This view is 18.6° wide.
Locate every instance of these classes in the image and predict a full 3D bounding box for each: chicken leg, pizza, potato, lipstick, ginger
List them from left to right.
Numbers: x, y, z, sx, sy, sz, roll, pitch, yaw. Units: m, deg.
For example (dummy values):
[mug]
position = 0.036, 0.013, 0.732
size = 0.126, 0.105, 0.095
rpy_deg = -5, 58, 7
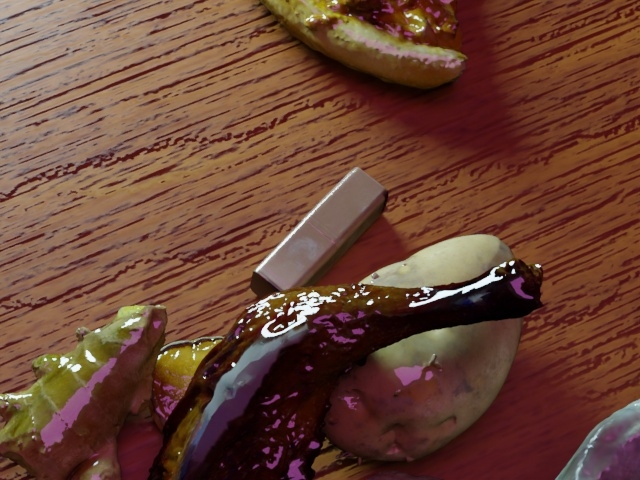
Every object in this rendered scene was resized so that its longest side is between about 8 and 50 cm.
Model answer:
[ginger]
position = -0.204, 0.138, 1.651
size = 0.115, 0.081, 0.205
rpy_deg = 10, 67, 22
[chicken leg]
position = -0.006, 0.110, 1.588
size = 0.407, 0.096, 0.158
rpy_deg = -36, 71, 12
[lipstick]
position = 0.000, 0.000, 1.761
size = 0.045, 0.045, 0.145
rpy_deg = 39, 66, 10
[pizza]
position = 0.038, -0.284, 1.886
size = 0.226, 0.086, 0.335
rpy_deg = -40, 73, -21
[potato]
position = 0.092, 0.092, 1.682
size = 0.234, 0.128, 0.161
rpy_deg = -26, 75, -20

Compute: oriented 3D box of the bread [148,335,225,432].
[bread]
position = -0.099, 0.130, 1.696
size = 0.110, 0.024, 0.110
rpy_deg = 2, 64, -5

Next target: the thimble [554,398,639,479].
[thimble]
position = 0.305, 0.280, 1.580
size = 0.291, 0.195, 0.292
rpy_deg = 3, 62, -5

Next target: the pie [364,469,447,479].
[pie]
position = 0.074, 0.283, 1.616
size = 0.163, 0.079, 0.194
rpy_deg = 1, 66, 0
